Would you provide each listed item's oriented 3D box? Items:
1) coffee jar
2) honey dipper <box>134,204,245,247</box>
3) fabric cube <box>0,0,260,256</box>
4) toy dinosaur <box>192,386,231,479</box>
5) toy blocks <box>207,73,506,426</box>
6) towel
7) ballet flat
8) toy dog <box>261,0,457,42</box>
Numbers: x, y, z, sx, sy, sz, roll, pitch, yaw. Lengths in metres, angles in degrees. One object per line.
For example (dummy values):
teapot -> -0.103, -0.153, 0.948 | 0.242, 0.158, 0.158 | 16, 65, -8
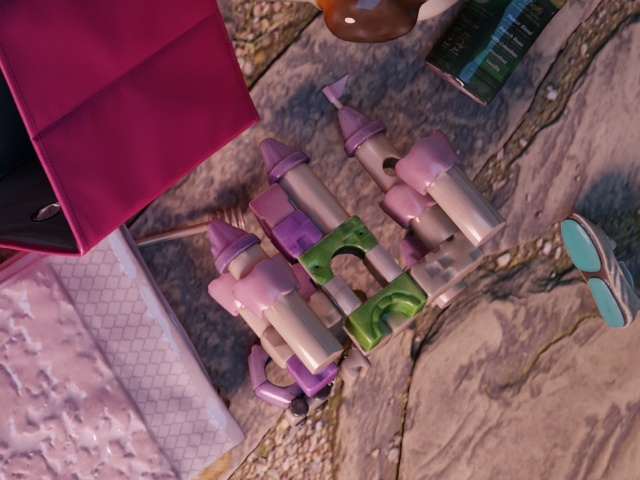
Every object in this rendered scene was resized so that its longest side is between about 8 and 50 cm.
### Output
coffee jar -> 0.203, -0.245, 1.916 | 0.079, 0.096, 0.184 | 35, 95, -23
honey dipper -> -0.164, -0.007, 1.926 | 0.161, 0.030, 0.030 | -13, 108, -8
fabric cube -> -0.262, -0.167, 1.672 | 0.258, 0.254, 0.259 | -41, 124, -36
toy dinosaur -> -0.149, 0.258, 1.992 | 0.093, 0.053, 0.183 | 9, 103, -18
toy blocks -> 0.000, 0.000, 1.898 | 0.288, 0.309, 0.260 | -38, 78, -14
towel -> -0.269, 0.175, 1.849 | 0.317, 0.053, 0.331 | -37, 110, -27
ballet flat -> 0.334, 0.027, 2.059 | 0.052, 0.057, 0.168 | -41, 118, -30
toy dog -> 0.024, -0.341, 1.676 | 0.395, 0.408, 0.284 | -5, 106, -13
